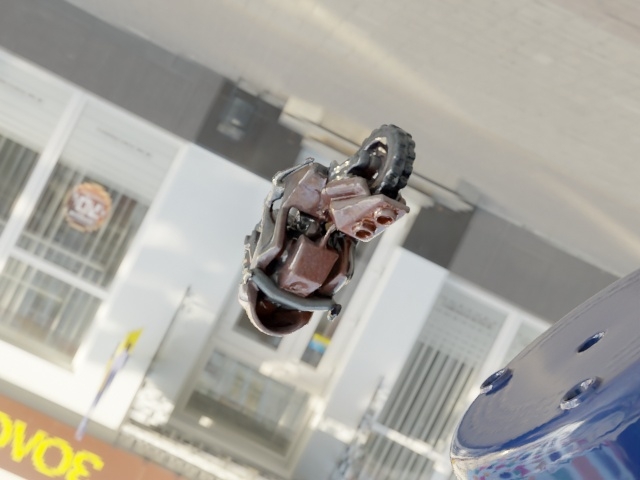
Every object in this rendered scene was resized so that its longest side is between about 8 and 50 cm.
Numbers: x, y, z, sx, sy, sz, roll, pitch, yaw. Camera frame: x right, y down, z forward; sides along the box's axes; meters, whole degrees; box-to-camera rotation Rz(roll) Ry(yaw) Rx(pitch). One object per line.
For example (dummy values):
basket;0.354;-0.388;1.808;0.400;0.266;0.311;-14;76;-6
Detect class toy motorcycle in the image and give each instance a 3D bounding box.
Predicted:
toy motorcycle;0.000;0.000;0.831;0.084;0.118;0.212;26;143;-25

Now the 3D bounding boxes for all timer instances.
timer;0.307;0.218;0.791;0.383;0.270;0.270;52;178;-2
